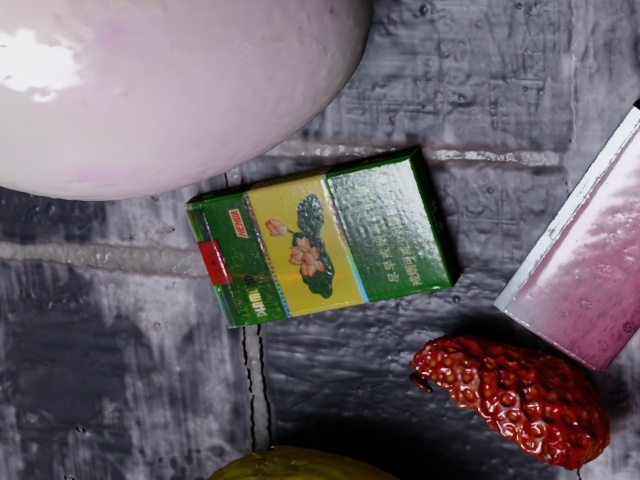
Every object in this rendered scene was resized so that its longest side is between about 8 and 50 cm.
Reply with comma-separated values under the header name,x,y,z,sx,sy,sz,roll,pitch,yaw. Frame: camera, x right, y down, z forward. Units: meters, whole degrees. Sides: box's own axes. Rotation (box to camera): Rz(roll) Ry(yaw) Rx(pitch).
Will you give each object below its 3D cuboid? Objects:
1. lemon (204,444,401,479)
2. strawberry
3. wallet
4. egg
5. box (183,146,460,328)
name,x,y,z,sx,sy,sz,roll,pitch,yaw
lemon,-0.008,0.374,1.610,0.387,0.350,0.350,35,120,-4
strawberry,0.174,0.132,1.558,0.188,0.121,0.082,31,100,5
wallet,0.258,0.002,1.521,0.119,0.025,0.232,35,120,4
egg,-0.128,-0.195,1.409,0.339,0.354,0.355,13,117,-1
box,0.000,0.000,1.614,0.235,0.034,0.132,-12,108,25
